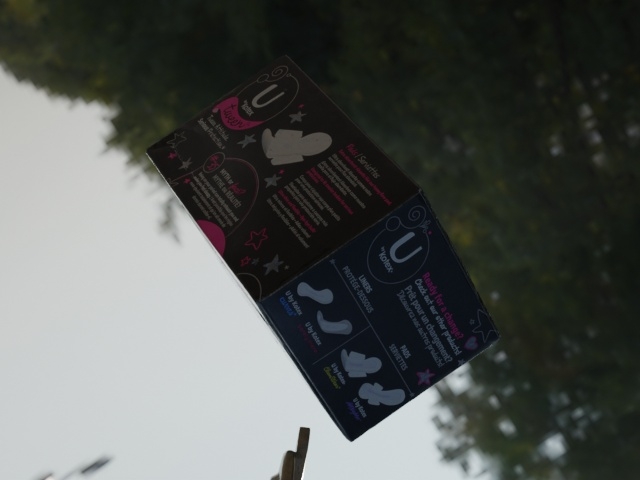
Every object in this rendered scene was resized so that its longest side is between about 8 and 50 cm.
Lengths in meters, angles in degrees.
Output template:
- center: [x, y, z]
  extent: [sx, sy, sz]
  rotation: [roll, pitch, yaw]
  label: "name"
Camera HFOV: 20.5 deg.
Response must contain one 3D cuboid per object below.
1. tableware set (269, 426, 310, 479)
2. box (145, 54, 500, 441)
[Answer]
- center: [-0.014, 0.137, 0.418]
  extent: [0.020, 0.141, 0.169]
  rotation: [8, -154, -1]
  label: "tableware set"
- center: [0.000, 0.000, 1.321]
  extent: [0.142, 0.163, 0.247]
  rotation: [-34, -143, -4]
  label: "box"
